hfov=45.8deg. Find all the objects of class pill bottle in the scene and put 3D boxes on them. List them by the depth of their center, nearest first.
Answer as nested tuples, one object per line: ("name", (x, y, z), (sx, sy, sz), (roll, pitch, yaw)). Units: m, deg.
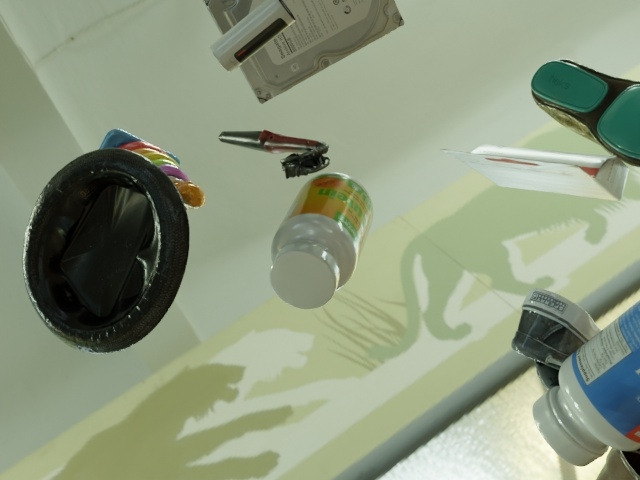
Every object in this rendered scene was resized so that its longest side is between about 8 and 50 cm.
("pill bottle", (0.346, 0.153, 0.836), (0.124, 0.124, 0.221), (12, -51, -40))
("pill bottle", (0.000, 0.000, 1.205), (0.136, 0.245, 0.136), (6, -60, 11))

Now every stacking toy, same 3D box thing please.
("stacking toy", (-0.294, -0.093, 1.391), (0.175, 0.302, 0.165), (25, -94, -39))

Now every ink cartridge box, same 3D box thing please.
("ink cartridge box", (0.298, -0.110, 1.037), (0.232, 0.189, 0.066), (22, -99, -55))

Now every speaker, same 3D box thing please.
("speaker", (-0.108, -0.327, 1.200), (0.136, 0.055, 0.055), (-35, -44, 12))

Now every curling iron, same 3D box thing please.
("curling iron", (-0.077, -0.134, 1.065), (0.068, 0.274, 0.035), (-27, -61, -25))

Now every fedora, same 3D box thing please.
("fedora", (-0.321, 0.017, 1.238), (0.334, 0.334, 0.152), (-60, -19, 14))

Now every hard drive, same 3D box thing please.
("hard drive", (-0.031, -0.456, 1.510), (0.339, 0.064, 0.237), (-28, -71, -1))

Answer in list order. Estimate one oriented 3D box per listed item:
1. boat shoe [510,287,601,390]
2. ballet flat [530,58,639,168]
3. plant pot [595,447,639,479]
("boat shoe", (0.339, 0.163, 1.027), (0.301, 0.108, 0.102), (36, -100, -49))
("ballet flat", (0.460, -0.187, 1.165), (0.123, 0.348, 0.123), (-11, -58, -18))
("plant pot", (0.432, 0.366, 1.022), (0.167, 0.167, 0.165), (3, -58, -37))
